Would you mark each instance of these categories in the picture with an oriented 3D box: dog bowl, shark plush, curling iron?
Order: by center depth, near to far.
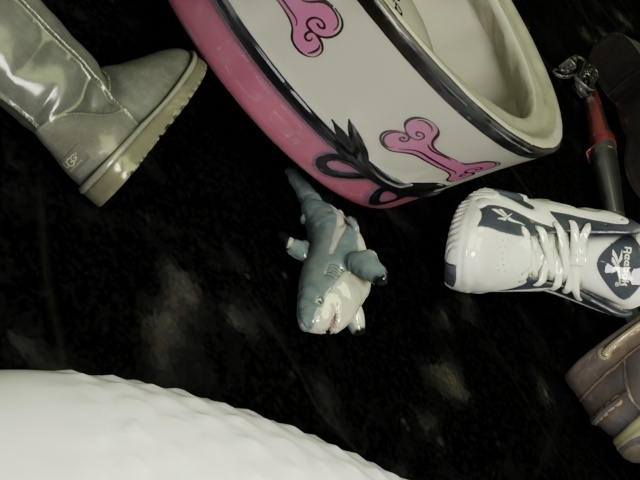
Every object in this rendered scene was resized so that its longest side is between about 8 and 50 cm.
[{"bbox_3d":[0.000,0.000,1.157,0.067,0.073,0.161,-1,62,-19],"label":"shark plush"},{"bbox_3d":[0.020,-0.203,1.233,0.408,0.150,0.408,45,24,-26],"label":"dog bowl"},{"bbox_3d":[0.303,-0.109,1.686,0.068,0.035,0.274,29,39,-30],"label":"curling iron"}]

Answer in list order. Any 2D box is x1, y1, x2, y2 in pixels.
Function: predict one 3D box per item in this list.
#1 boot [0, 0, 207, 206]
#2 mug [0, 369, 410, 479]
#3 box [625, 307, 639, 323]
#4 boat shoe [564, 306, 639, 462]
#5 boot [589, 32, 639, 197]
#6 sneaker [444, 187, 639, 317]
[{"bbox_3d":[-0.187,-0.141,1.029,0.208,0.076,0.190,41,31,-10],"label":"boot"},{"bbox_3d":[-0.075,0.192,0.707,0.328,0.276,0.374,32,8,-22],"label":"mug"},{"bbox_3d":[0.415,0.159,1.526,0.113,0.094,0.275,3,59,-52],"label":"box"},{"bbox_3d":[0.360,0.048,1.418,0.130,0.132,0.355,42,60,9],"label":"boat shoe"},{"bbox_3d":[0.445,-0.107,1.861,0.280,0.096,0.264,20,38,-54],"label":"boot"},{"bbox_3d":[0.216,0.013,1.328,0.235,0.153,0.094,6,94,-59],"label":"sneaker"}]
